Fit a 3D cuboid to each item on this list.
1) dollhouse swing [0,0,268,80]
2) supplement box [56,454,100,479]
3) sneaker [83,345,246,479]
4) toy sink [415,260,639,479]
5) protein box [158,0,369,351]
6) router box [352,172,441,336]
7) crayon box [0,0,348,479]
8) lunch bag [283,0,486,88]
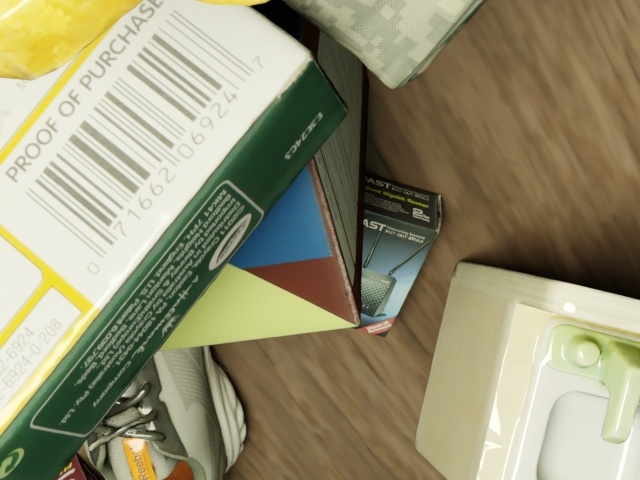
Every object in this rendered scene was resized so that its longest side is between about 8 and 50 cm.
[{"bbox_3d":[-0.166,-0.259,0.376,0.347,0.315,0.305,9,156,36],"label":"dollhouse swing"},{"bbox_3d":[-0.155,0.280,1.084,0.130,0.073,0.239,-36,124,-4],"label":"supplement box"},{"bbox_3d":[-0.113,0.080,0.923,0.100,0.108,0.271,-9,127,14],"label":"sneaker"},{"bbox_3d":[0.154,0.095,0.817,0.153,0.234,0.131,13,90,-8],"label":"toy sink"},{"bbox_3d":[-0.086,-0.061,0.739,0.200,0.201,0.136,-8,129,10],"label":"protein box"},{"bbox_3d":[0.000,0.000,0.891,0.122,0.038,0.092,16,128,-9],"label":"router box"},{"bbox_3d":[-0.177,-0.076,0.600,0.323,0.083,0.203,39,89,16],"label":"crayon box"},{"bbox_3d":[0.029,-0.248,0.575,0.256,0.212,0.305,41,117,-5],"label":"lunch bag"}]
